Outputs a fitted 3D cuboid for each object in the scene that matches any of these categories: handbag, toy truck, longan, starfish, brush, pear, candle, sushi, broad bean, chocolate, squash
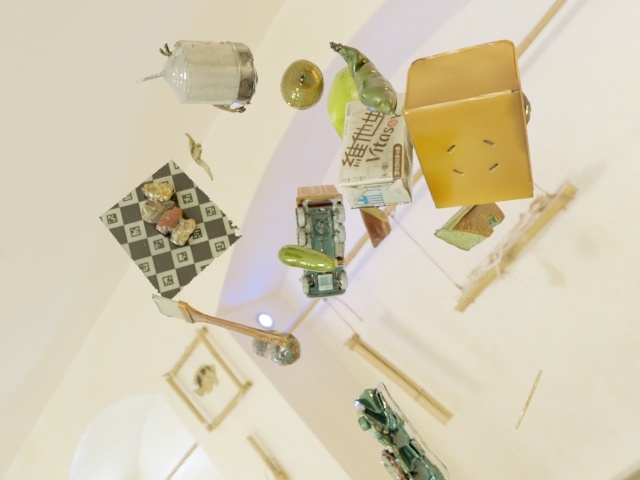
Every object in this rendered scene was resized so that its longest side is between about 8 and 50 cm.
[{"bbox_3d":[0.171,0.446,1.194,0.100,0.269,0.274,-37,-7,0],"label":"handbag"},{"bbox_3d":[0.000,0.000,1.940,0.173,0.207,0.387,-5,-66,-4],"label":"toy truck"},{"bbox_3d":[-0.028,-0.237,0.829,0.075,0.075,0.083,-44,-1,1],"label":"longan"},{"bbox_3d":[-0.425,-0.291,1.955,0.053,0.176,0.208,-31,-9,-3],"label":"starfish"},{"bbox_3d":[-0.217,0.179,1.193,0.090,0.314,0.017,89,-161,-56],"label":"brush"},{"bbox_3d":[0.169,-0.516,2.042,0.238,0.318,0.342,-40,-19,30],"label":"pear"},{"bbox_3d":[-0.357,-0.480,1.577,0.330,0.187,0.187,-8,-34,-26],"label":"candle"},{"bbox_3d":[-0.385,-0.037,1.394,0.264,0.290,0.050,-41,-6,-10],"label":"sushi"},{"bbox_3d":[0.074,-0.246,0.849,0.061,0.195,0.046,1,-43,-37],"label":"broad bean"},{"bbox_3d":[-0.141,0.344,1.773,0.110,0.110,0.248,-36,19,-24],"label":"chocolate"},{"bbox_3d":[-0.038,0.051,1.555,0.066,0.201,0.066,-20,-66,-53],"label":"squash"}]

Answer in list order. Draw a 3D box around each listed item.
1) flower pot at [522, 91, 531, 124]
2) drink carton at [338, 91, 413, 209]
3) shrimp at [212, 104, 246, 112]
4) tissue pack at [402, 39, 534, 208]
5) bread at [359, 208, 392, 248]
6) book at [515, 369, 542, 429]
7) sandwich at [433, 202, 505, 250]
[{"bbox_3d":[0.491,-0.351,1.739,0.266,0.266,0.267,-33,-23,-31],"label":"flower pot"},{"bbox_3d":[0.169,-0.266,1.614,0.194,0.324,0.132,-5,-30,20],"label":"drink carton"},{"bbox_3d":[-0.286,-0.467,1.810,0.178,0.034,0.124,-20,-38,40],"label":"shrimp"},{"bbox_3d":[0.278,-0.201,1.012,0.194,0.145,0.274,-7,-37,21],"label":"tissue pack"},{"bbox_3d":[0.216,-0.057,2.044,0.067,0.119,0.192,-42,-58,-41],"label":"bread"},{"bbox_3d":[0.655,0.498,1.718,0.118,0.012,0.172,-14,-57,-60],"label":"book"},{"bbox_3d":[0.463,-0.041,1.709,0.235,0.128,0.122,-37,-3,-38],"label":"sandwich"}]
